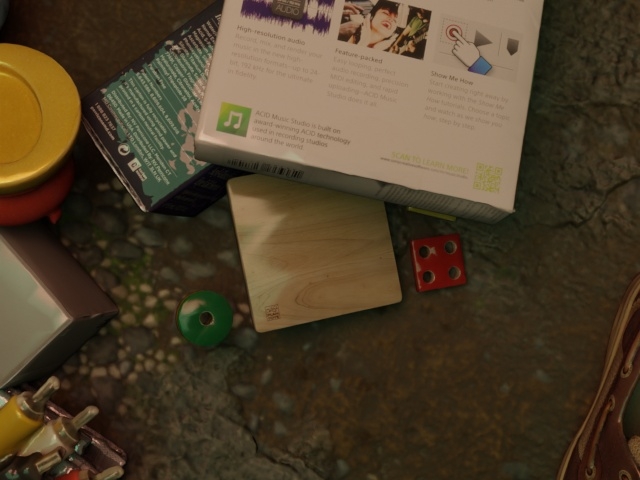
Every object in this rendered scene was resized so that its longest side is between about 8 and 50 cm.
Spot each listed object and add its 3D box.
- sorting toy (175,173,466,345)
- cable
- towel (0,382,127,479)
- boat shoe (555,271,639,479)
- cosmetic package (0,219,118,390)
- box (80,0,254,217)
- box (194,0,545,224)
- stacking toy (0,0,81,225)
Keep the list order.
[{"bbox_3d":[0.000,0.000,0.842,0.275,0.046,0.132,-12,91,-15],"label":"sorting toy"},{"bbox_3d":[-0.296,0.231,0.789,0.287,0.072,0.139,-28,104,8],"label":"cable"},{"bbox_3d":[-0.338,0.222,0.862,0.284,0.121,0.235,34,86,1],"label":"towel"},{"bbox_3d":[0.270,0.183,0.781,0.123,0.123,0.342,16,91,7],"label":"boat shoe"},{"bbox_3d":[-0.304,0.011,0.857,0.107,0.127,0.238,-40,83,5],"label":"cosmetic package"},{"bbox_3d":[-0.075,-0.120,0.814,0.207,0.153,0.108,-35,86,6],"label":"box"},{"bbox_3d":[0.051,-0.191,0.715,0.232,0.058,0.322,13,80,-7],"label":"box"},{"bbox_3d":[-0.354,-0.120,0.771,0.280,0.130,0.309,-22,71,-14],"label":"stacking toy"}]
